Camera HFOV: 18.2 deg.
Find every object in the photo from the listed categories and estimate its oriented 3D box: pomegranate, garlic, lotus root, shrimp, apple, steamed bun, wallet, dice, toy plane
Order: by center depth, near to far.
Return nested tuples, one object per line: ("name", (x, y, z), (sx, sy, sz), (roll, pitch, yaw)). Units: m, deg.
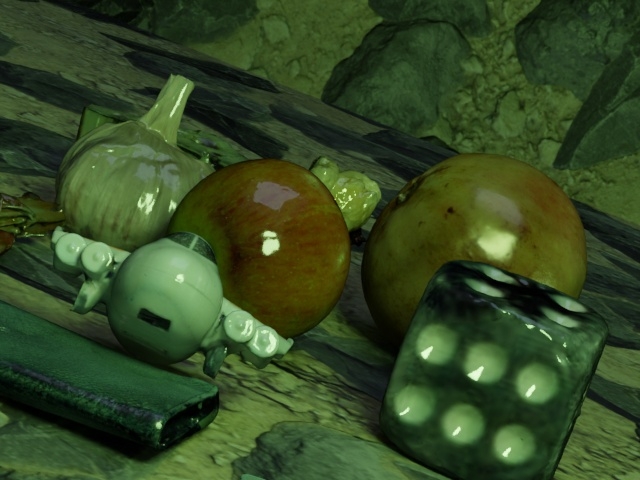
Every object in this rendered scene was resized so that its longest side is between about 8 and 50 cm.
("wallet", (-0.279, 0.091, 1.745), (0.379, 0.046, 0.191), (21, 11, 10))
("toy plane", (-0.139, 0.052, 1.830), (0.245, 0.117, 0.244), (24, -16, 8))
("dice", (0.170, 0.132, 1.948), (0.182, 0.181, 0.183), (20, 14, 10))
("shrimp", (-0.359, -0.016, 2.025), (0.287, 0.063, 0.152), (3, 23, -43))
("apple", (-0.069, 0.013, 2.066), (0.196, 0.196, 0.196), (19, 13, -5))
("garlic", (-0.190, -0.083, 2.227), (0.218, 0.212, 0.218), (18, 7, -2))
("pomegranate", (0.187, 0.039, 2.230), (0.270, 0.252, 0.229), (39, 19, -11))
("steamed bun", (0.000, 0.000, 2.287), (0.106, 0.177, 0.192), (29, -1, 0))
("lotus root", (-0.185, -0.078, 2.414), (0.235, 0.119, 0.138), (24, 14, 24))

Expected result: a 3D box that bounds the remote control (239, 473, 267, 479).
("remote control", (-0.015, 0.244, 1.509), (0.103, 0.051, 0.293), (19, 9, -6))
